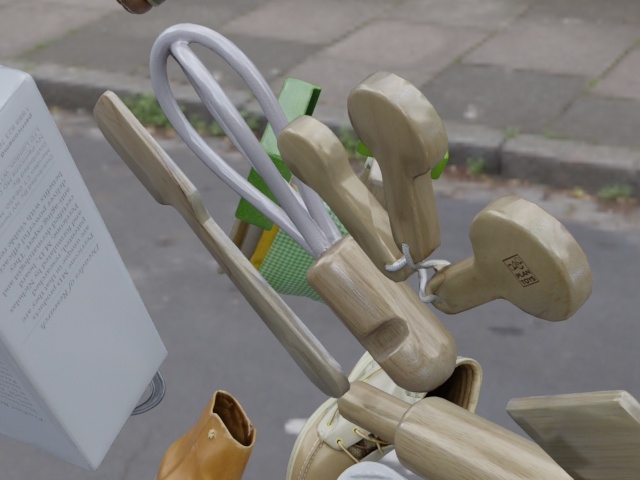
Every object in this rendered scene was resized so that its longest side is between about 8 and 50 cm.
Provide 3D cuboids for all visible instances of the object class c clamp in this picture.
[{"bbox_3d":[-0.335,0.230,2.199,0.137,0.022,0.161,-35,64,-5],"label":"c clamp"}]

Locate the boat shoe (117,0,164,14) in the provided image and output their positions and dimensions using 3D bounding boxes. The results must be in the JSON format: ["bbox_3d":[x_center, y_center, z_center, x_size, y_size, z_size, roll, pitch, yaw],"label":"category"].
[{"bbox_3d":[-0.281,-0.353,1.469,0.104,0.111,0.307,-37,69,6],"label":"boat shoe"}]

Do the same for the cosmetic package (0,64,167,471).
[{"bbox_3d":[-0.325,0.019,1.234,0.230,0.453,0.161,19,61,22],"label":"cosmetic package"}]

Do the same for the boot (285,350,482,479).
[{"bbox_3d":[0.076,0.239,1.610,0.262,0.095,0.203,-52,22,-14],"label":"boot"}]

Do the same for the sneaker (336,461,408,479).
[{"bbox_3d":[0.119,0.409,1.554,0.126,0.321,0.127,-32,-14,0],"label":"sneaker"}]

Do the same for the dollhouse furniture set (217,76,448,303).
[{"bbox_3d":[0.000,0.000,1.464,0.197,0.301,0.151,19,41,-4],"label":"dollhouse furniture set"}]

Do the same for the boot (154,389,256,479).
[{"bbox_3d":[-0.144,0.333,1.615,0.104,0.211,0.295,21,25,-25],"label":"boot"}]

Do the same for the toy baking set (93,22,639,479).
[{"bbox_3d":[0.024,0.017,0.436,0.030,0.197,0.256,-41,33,-23],"label":"toy baking set"}]
